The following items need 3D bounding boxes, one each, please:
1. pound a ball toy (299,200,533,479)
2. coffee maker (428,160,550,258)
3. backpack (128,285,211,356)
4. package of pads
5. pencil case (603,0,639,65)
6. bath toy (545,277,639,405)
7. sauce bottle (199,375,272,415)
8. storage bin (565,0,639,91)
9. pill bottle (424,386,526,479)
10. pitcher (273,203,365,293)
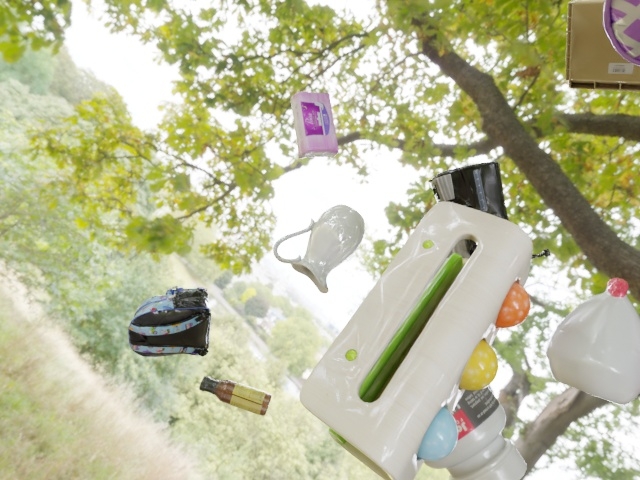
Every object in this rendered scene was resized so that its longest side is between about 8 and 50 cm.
[{"bbox_3d":[0.144,0.114,0.522,0.135,0.319,0.208,26,-25,33],"label":"pound a ball toy"},{"bbox_3d":[0.294,-0.044,0.831,0.120,0.171,0.178,153,-70,-71],"label":"coffee maker"},{"bbox_3d":[-0.341,0.186,1.044,0.117,0.173,0.158,-117,-148,-49],"label":"backpack"},{"bbox_3d":[-0.008,-0.149,0.598,0.032,0.050,0.083,-20,-102,62],"label":"package of pads"},{"bbox_3d":[0.286,-0.205,0.315,0.088,0.206,0.086,28,-21,50],"label":"pencil case"},{"bbox_3d":[0.411,0.136,0.444,0.348,0.129,0.151,17,-6,22],"label":"bath toy"},{"bbox_3d":[-0.152,0.274,0.824,0.128,0.042,0.042,20,-7,3],"label":"sauce bottle"},{"bbox_3d":[0.754,-0.500,1.115,0.262,0.123,0.260,17,-27,35],"label":"storage bin"},{"bbox_3d":[0.220,0.296,0.846,0.319,0.176,0.176,56,-2,17],"label":"pill bottle"},{"bbox_3d":[0.000,0.000,1.140,0.177,0.207,0.125,33,-18,6],"label":"pitcher"}]
